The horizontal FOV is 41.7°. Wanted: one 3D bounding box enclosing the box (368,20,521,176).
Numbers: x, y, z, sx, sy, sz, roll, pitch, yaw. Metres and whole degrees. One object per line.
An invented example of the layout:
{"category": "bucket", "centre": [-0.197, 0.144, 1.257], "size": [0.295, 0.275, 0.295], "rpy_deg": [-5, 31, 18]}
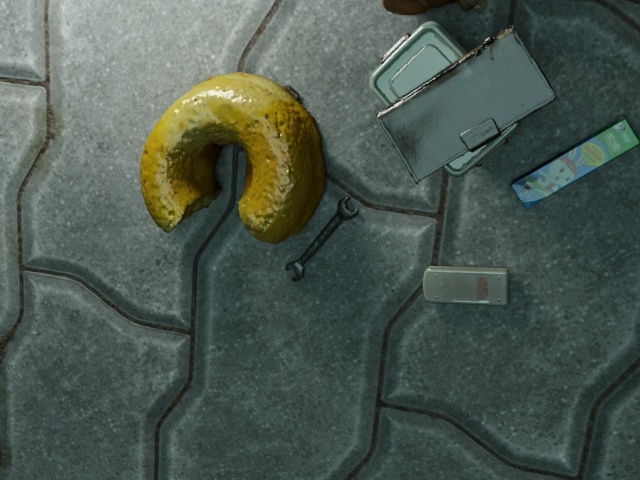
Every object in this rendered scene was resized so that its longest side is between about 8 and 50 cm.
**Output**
{"category": "box", "centre": [0.260, -0.293, 1.717], "size": [0.193, 0.167, 0.294], "rpy_deg": [-42, 92, 21]}

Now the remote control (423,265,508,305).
{"category": "remote control", "centre": [0.326, 0.102, 1.891], "size": [0.190, 0.029, 0.087], "rpy_deg": [0, 106, 16]}

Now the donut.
{"category": "donut", "centre": [-0.216, -0.182, 1.888], "size": [0.435, 0.163, 0.377], "rpy_deg": [3, 106, 16]}

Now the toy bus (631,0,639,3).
{"category": "toy bus", "centre": [0.631, -0.563, 1.526], "size": [0.232, 0.197, 0.294], "rpy_deg": [25, 111, -3]}

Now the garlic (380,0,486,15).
{"category": "garlic", "centre": [0.223, -0.538, 1.665], "size": [0.214, 0.191, 0.160], "rpy_deg": [9, 84, 25]}

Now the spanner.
{"category": "spanner", "centre": [0.000, 0.000, 1.960], "size": [0.054, 0.015, 0.254], "rpy_deg": [40, 112, 1]}

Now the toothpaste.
{"category": "toothpaste", "centre": [0.525, -0.161, 1.744], "size": [0.267, 0.050, 0.065], "rpy_deg": [-31, 93, 21]}

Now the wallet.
{"category": "wallet", "centre": [0.274, -0.256, 1.613], "size": [0.317, 0.044, 0.169], "rpy_deg": [-32, 92, 20]}
